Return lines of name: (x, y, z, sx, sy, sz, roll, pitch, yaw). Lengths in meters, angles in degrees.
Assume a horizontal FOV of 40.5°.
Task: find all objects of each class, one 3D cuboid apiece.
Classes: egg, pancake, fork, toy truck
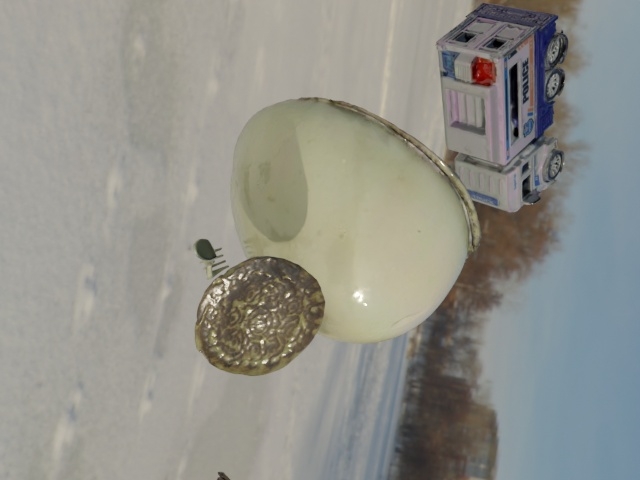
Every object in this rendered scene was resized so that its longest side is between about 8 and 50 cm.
egg: (0.001, -0.003, 0.898, 0.174, 0.286, 0.264, -51, 156, -32)
pancake: (-0.048, 0.062, 0.688, 0.011, 0.115, 0.115, -127, -142, -56)
fork: (-0.109, 0.019, 0.834, 0.219, 0.028, 0.034, 138, -66, -86)
toy truck: (0.236, -0.162, 1.154, 0.155, 0.124, 0.268, -40, 136, -32)

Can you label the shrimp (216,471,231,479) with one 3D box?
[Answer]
shrimp: (-0.185, 0.370, 1.224, 0.148, 0.195, 0.035, -61, 156, -64)
